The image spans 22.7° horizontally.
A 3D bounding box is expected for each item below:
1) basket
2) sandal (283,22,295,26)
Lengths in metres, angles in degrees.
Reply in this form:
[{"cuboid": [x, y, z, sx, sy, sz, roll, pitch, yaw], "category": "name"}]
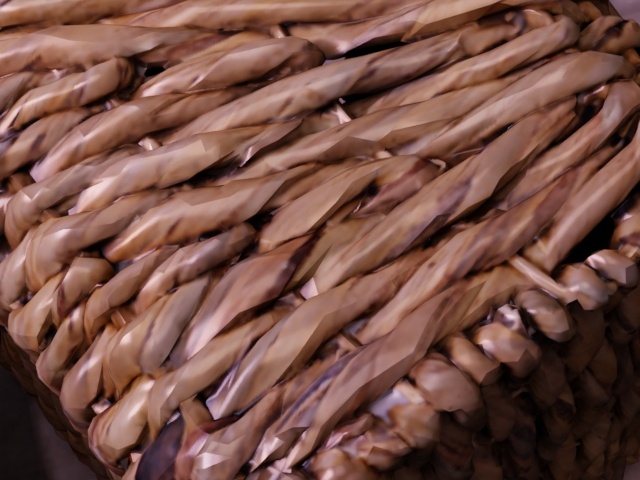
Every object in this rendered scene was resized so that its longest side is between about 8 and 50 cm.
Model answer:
[{"cuboid": [0.000, 0.000, 0.529, 0.213, 0.299, 0.223, -37, 68, -12], "category": "basket"}, {"cuboid": [0.043, -0.178, 0.676, 0.446, 0.107, 0.167, -14, 107, -2], "category": "sandal"}]
